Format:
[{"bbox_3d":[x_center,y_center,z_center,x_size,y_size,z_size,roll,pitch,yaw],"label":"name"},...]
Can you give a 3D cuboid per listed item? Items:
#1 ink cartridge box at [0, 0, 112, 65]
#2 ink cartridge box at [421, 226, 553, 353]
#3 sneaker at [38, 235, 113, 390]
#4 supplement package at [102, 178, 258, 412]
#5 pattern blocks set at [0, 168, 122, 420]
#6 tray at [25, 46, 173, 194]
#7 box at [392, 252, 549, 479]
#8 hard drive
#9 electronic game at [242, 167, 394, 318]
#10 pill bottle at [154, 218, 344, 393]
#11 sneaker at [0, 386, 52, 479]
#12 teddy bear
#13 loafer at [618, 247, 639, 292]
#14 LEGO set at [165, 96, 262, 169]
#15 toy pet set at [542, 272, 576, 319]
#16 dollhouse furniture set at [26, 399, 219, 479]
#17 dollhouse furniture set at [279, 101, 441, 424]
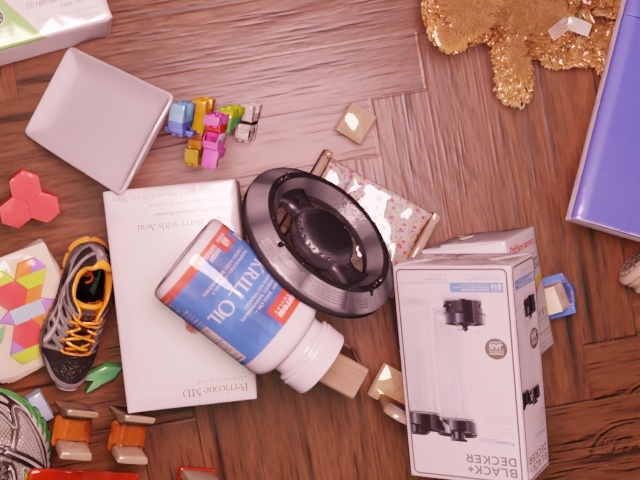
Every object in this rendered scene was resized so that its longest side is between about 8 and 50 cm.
[{"bbox_3d":[-0.421,-0.393,1.353,0.198,0.115,0.273,-19,93,-13],"label":"ink cartridge box"},{"bbox_3d":[0.234,0.079,1.390,0.127,0.128,0.176,-9,96,31],"label":"ink cartridge box"},{"bbox_3d":[-0.327,0.105,1.352,0.084,0.083,0.215,6,101,-28],"label":"sneaker"},{"bbox_3d":[-0.184,0.068,1.369,0.177,0.175,0.293,-6,93,-3],"label":"supplement package"},{"bbox_3d":[-0.410,0.096,1.377,0.285,0.026,0.325,-37,114,-8],"label":"pattern blocks set"},{"bbox_3d":[-0.299,-0.165,1.351,0.030,0.270,0.145,26,93,-48],"label":"tray"},{"bbox_3d":[0.198,0.165,1.301,0.169,0.087,0.290,0,100,30],"label":"box"},{"bbox_3d":[0.476,-0.153,1.368,0.210,0.040,0.319,16,86,-6],"label":"hard drive"},{"bbox_3d":[0.000,0.000,1.269,0.229,0.229,0.048,42,125,-4],"label":"electronic game"},{"bbox_3d":[-0.083,0.086,1.229,0.221,0.124,0.124,38,91,-8],"label":"pill bottle"},{"bbox_3d":[-0.427,0.360,1.361,0.134,0.146,0.344,-12,105,-5],"label":"sneaker"},{"bbox_3d":[0.300,-0.318,1.420,0.338,0.113,0.245,-15,100,-9],"label":"teddy bear"},{"bbox_3d":[0.560,0.012,1.437,0.268,0.102,0.092,-29,88,-2],"label":"loafer"},{"bbox_3d":[-0.152,-0.139,1.352,0.087,0.227,0.093,13,104,9],"label":"LEGO set"},{"bbox_3d":[0.308,0.083,1.462,0.114,0.065,0.122,-20,89,33],"label":"toy pet set"},{"bbox_3d":[-0.271,0.356,1.354,0.259,0.135,0.262,10,88,-25],"label":"dollhouse furniture set"},{"bbox_3d":[0.088,0.032,1.382,0.303,0.174,0.356,29,91,-4],"label":"dollhouse furniture set"}]
